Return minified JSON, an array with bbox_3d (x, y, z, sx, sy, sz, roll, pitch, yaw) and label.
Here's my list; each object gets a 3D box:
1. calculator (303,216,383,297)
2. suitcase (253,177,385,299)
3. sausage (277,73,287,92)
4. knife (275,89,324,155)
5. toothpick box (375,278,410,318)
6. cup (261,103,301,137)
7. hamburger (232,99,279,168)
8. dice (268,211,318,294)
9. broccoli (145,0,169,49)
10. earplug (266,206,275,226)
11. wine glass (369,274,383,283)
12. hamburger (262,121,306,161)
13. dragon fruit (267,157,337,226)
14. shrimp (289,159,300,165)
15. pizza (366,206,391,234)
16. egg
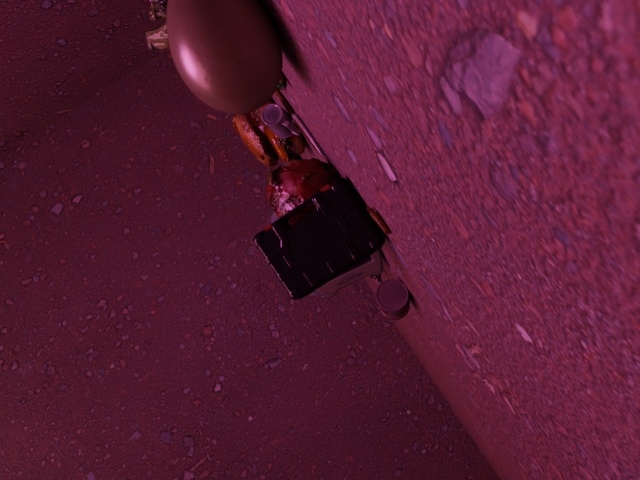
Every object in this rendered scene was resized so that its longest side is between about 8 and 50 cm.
[{"bbox_3d":[0.034,0.033,1.438,0.386,0.256,0.054,52,-166,-53],"label":"calculator"},{"bbox_3d":[-0.005,-0.002,1.249,0.206,0.286,0.066,57,-166,0],"label":"suitcase"},{"bbox_3d":[-0.152,-0.451,1.133,0.269,0.033,0.033,56,179,-4],"label":"sausage"},{"bbox_3d":[-0.065,-0.324,1.354,0.256,0.022,0.046,56,175,12],"label":"knife"},{"bbox_3d":[0.225,0.184,1.542,0.098,0.098,0.149,56,178,23],"label":"toothpick box"},{"bbox_3d":[-0.106,-0.331,1.404,0.104,0.074,0.116,34,-176,13],"label":"cup"},{"bbox_3d":[-0.194,-0.387,1.752,0.244,0.163,0.244,51,174,8],"label":"hamburger"},{"bbox_3d":[0.000,0.000,1.664,0.264,0.268,0.262,54,179,40],"label":"dice"},{"bbox_3d":[-0.448,-0.721,1.668,0.260,0.235,0.288,23,152,40],"label":"broccoli"},{"bbox_3d":[-0.073,-0.056,2.139,0.312,0.313,0.394,56,178,18],"label":"earplug"},{"bbox_3d":[0.197,0.119,1.784,0.262,0.074,0.074,58,180,21],"label":"wine glass"},{"bbox_3d":[-0.111,-0.322,1.570,0.164,0.093,0.189,59,177,-19],"label":"hamburger"},{"bbox_3d":[-0.018,-0.112,1.370,0.282,0.211,0.147,17,-142,-48],"label":"dragon fruit"},{"bbox_3d":[-0.068,-0.274,2.156,0.290,0.054,0.222,62,176,-34],"label":"shrimp"},{"bbox_3d":[0.131,-0.045,1.118,0.083,0.016,0.037,52,177,14],"label":"pizza"},{"bbox_3d":[-0.169,-0.346,0.877,0.188,0.189,0.253,55,168,53],"label":"egg"}]
